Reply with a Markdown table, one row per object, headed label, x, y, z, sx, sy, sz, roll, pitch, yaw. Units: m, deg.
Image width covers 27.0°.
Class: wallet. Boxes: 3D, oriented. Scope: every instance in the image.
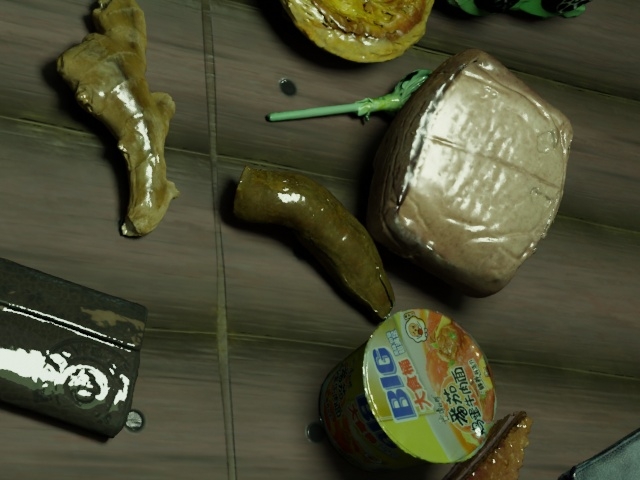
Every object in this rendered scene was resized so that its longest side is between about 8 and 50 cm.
| label | x | y | z | sx | sy | sz | roll | pitch | yaw |
| --- | --- | --- | --- | --- | --- | --- | --- | --- | --- |
| wallet | 0.447 | 0.370 | 1.913 | 0.222 | 0.036 | 0.167 | -21 | 80 | -39 |
| wallet | -0.354 | 0.101 | 1.509 | 0.321 | 0.044 | 0.170 | 22 | 60 | -23 |

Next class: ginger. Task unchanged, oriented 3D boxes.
| label | x | y | z | sx | sy | sz | roll | pitch | yaw |
| --- | --- | --- | --- | --- | --- | --- | --- | --- | --- |
| ginger | -0.249 | -0.169 | 1.686 | 0.148 | 0.081 | 0.334 | -4 | 71 | -51 |

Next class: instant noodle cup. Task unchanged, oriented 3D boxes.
| label | x | y | z | sx | sy | sz | roll | pitch | yaw |
| --- | --- | --- | --- | --- | --- | --- | --- | --- | --- |
| instant noodle cup | 0.103 | 0.205 | 1.690 | 0.205 | 0.153 | 0.205 | 14 | 60 | -26 |

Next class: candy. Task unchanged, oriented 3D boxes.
| label | x | y | z | sx | sy | sz | roll | pitch | yaw |
| --- | --- | --- | --- | --- | --- | --- | --- | --- | --- |
| candy | 0.063 | -0.190 | 1.903 | 0.305 | 0.083 | 0.091 | -11 | 33 | -29 |

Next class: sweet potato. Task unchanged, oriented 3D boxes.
| label | x | y | z | sx | sy | sz | roll | pitch | yaw |
| --- | --- | --- | --- | --- | --- | --- | --- | --- | --- |
| sweet potato | -0.002 | -0.001 | 1.772 | 0.112 | 0.085 | 0.286 | -47 | 112 | -4 |

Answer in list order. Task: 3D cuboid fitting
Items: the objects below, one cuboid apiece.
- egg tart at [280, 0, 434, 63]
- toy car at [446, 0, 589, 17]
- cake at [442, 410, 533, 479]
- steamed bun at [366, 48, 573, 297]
| label | x | y | z | sx | sy | sz | roll | pitch | yaw |
| --- | --- | --- | --- | --- | --- | --- | --- | --- | --- |
| egg tart | 0.028 | -0.377 | 1.936 | 0.290 | 0.115 | 0.290 | 14 | 61 | -25 |
| toy car | 0.308 | -0.449 | 2.120 | 0.358 | 0.176 | 0.213 | -12 | 75 | -32 |
| cake | 0.180 | 0.330 | 1.704 | 0.113 | 0.116 | 0.295 | 43 | 53 | -10 |
| steamed bun | 0.195 | -0.092 | 1.858 | 0.251 | 0.199 | 0.301 | 29 | 78 | -13 |
